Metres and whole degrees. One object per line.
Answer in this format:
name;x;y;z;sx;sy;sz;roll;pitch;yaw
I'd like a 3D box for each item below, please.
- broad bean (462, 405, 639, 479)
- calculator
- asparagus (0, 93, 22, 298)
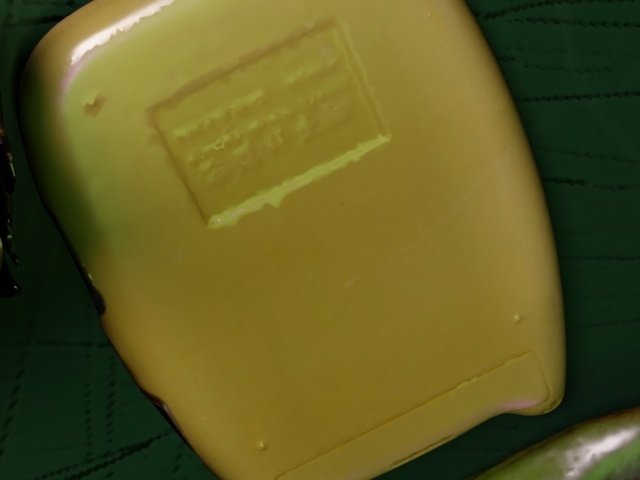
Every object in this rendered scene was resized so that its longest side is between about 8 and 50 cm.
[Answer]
broad bean;0.017;0.158;0.548;0.339;0.061;0.077;-31;113;1
calculator;0.000;0.000;0.467;0.157;0.033;0.236;-27;123;-1
asparagus;-0.265;0.019;0.340;0.382;0.128;0.108;-11;86;-11
